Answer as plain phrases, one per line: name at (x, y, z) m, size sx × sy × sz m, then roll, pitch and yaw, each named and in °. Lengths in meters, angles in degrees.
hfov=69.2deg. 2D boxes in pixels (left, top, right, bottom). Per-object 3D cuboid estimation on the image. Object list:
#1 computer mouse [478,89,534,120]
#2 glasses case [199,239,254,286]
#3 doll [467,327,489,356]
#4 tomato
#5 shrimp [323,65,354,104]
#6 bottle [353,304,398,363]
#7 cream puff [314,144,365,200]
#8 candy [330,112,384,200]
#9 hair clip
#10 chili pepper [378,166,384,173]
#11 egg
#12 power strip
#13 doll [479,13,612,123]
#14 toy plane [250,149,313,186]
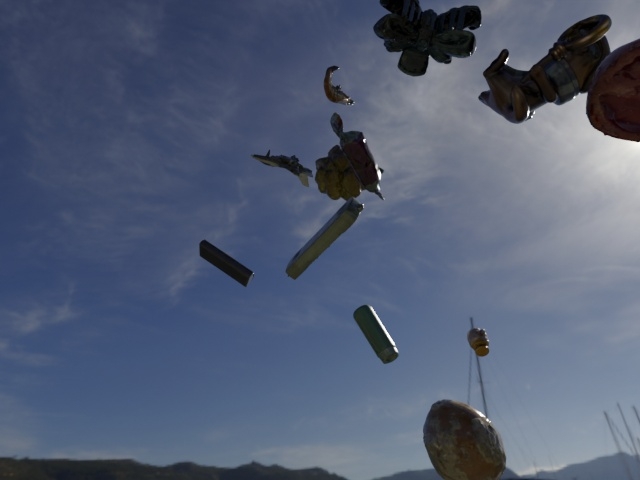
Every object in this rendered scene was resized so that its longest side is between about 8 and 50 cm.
computer mouse at (0.677, -0.504, 1.685) m, size 0.122 × 0.217 × 0.073 m, roll 11°, pitch -66°, yaw -42°
glasses case at (-0.293, 0.069, 1.443) m, size 0.190 × 0.042 × 0.072 m, roll 33°, pitch -29°, yaw 7°
doll at (0.551, 0.336, 1.613) m, size 0.073 × 0.127 × 0.084 m, roll 9°, pitch -61°, yaw -1°
tomato at (0.459, -0.223, 0.618) m, size 0.173 × 0.099 × 0.189 m, roll 17°, pitch -28°, yaw 6°
shrimp at (0.048, -0.369, 1.125) m, size 0.025 × 0.091 × 0.127 m, roll -1°, pitch -8°, yaw 34°
bottle at (0.076, 0.129, 0.639) m, size 0.030 × 0.083 × 0.030 m, roll -20°, pitch -38°, yaw -16°
cream puff at (0.089, -0.279, 1.925) m, size 0.244 × 0.244 × 0.196 m, roll -17°, pitch -55°, yaw 19°
candy at (0.069, -0.137, 0.780) m, size 0.043 × 0.045 × 0.175 m, roll -24°, pitch -58°, yaw 18°
hair clip at (0.313, -0.630, 1.390) m, size 0.310 × 0.194 × 0.206 m, roll 15°, pitch -11°, yaw -1°
chili pepper at (0.245, -0.308, 2.065) m, size 0.088 × 0.059 × 0.227 m, roll 6°, pitch 7°, yaw -9°
egg at (0.383, 0.546, 1.250) m, size 0.203 × 0.245 × 0.203 m, roll -17°, pitch -43°, yaw -17°
power strip at (0.000, 0.000, 0.888) m, size 0.029 × 0.080 × 0.227 m, roll 40°, pitch -60°, yaw -9°
doll at (0.637, -0.475, 1.315) m, size 0.339 × 0.209 × 0.318 m, roll -19°, pitch 10°, yaw 15°
toy plane at (-0.118, -0.266, 1.591) m, size 0.234 × 0.160 × 0.082 m, roll 26°, pitch -69°, yaw -23°
